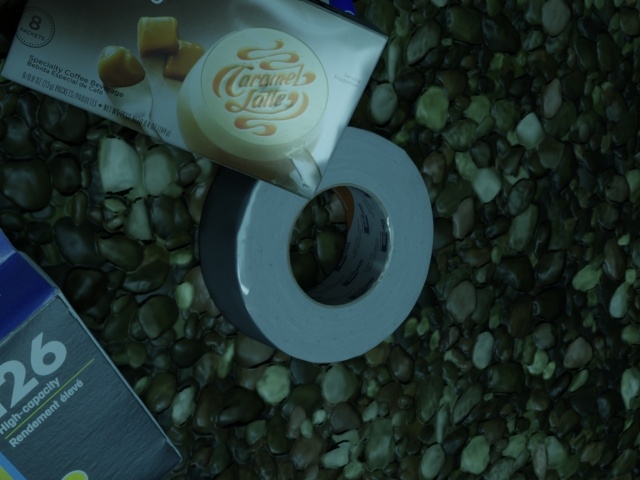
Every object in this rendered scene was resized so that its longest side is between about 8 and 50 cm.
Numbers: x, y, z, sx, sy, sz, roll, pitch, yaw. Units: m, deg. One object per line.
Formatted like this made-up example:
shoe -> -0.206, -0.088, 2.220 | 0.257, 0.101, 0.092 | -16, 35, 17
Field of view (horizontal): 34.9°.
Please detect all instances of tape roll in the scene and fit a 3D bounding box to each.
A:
tape roll -> 0.000, 0.000, 0.947 | 0.219, 0.072, 0.219 | -7, 103, -34

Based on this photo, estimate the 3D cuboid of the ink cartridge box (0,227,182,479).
ink cartridge box -> -0.286, 0.168, 0.748 | 0.304, 0.072, 0.307 | -42, 134, -18

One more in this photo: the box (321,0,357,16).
box -> -0.051, -0.210, 0.873 | 0.137, 0.072, 0.126 | -31, 114, -25

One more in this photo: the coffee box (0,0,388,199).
coffee box -> -0.094, -0.147, 0.771 | 0.247, 0.098, 0.141 | 22, 106, -15
